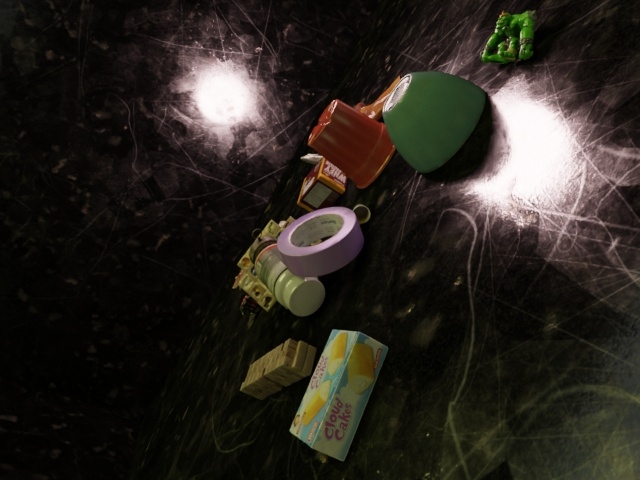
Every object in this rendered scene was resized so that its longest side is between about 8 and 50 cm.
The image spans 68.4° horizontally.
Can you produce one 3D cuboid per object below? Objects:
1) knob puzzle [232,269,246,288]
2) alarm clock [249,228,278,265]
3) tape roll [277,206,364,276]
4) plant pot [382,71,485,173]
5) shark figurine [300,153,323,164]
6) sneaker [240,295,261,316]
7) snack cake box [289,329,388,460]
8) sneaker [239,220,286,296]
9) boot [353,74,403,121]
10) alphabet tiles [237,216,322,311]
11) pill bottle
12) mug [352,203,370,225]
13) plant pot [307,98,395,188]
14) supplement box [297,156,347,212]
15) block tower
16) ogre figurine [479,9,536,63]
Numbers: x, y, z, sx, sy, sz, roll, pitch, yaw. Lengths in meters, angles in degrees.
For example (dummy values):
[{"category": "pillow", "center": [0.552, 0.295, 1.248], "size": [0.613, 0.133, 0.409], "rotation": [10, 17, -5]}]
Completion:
[{"category": "knob puzzle", "center": [-0.528, 0.231, 3.062], "size": [0.213, 0.030, 0.213], "rotation": [-52, 18, 25]}, {"category": "alarm clock", "center": [-0.207, 0.032, 1.750], "size": [0.129, 0.192, 0.064], "rotation": [-32, 38, -14]}, {"category": "tape roll", "center": [0.000, 0.000, 1.541], "size": [0.275, 0.090, 0.275], "rotation": [-17, 30, 10]}, {"category": "plant pot", "center": [0.295, -0.368, 1.357], "size": [0.290, 0.195, 0.290], "rotation": [-52, 19, 26]}, {"category": "shark figurine", "center": [0.049, -0.412, 2.390], "size": [0.278, 0.166, 0.116], "rotation": [-14, 72, 45]}, {"category": "sneaker", "center": [-0.293, 0.235, 2.245], "size": [0.276, 0.097, 0.135], "rotation": [-59, 17, -3]}, {"category": "snack cake box", "center": [0.040, 0.346, 1.088], "size": [0.264, 0.089, 0.152], "rotation": [-65, 18, -18]}, {"category": "sneaker", "center": [-0.229, 0.074, 2.149], "size": [0.410, 0.158, 0.182], "rotation": [-51, 35, -5]}, {"category": "boot", "center": [0.255, -0.620, 2.081], "size": [0.280, 0.096, 0.264], "rotation": [-48, 20, 34]}, {"category": "alphabet tiles", "center": [-0.160, 0.088, 1.825], "size": [0.342, 0.285, 0.011], "rotation": [-53, -21, 0]}, {"category": "pill bottle", "center": [-0.107, 0.135, 1.643], "size": [0.161, 0.161, 0.283], "rotation": [-59, 37, 5]}, {"category": "mug", "center": [0.132, -0.091, 1.612], "size": [0.078, 0.062, 0.064], "rotation": [-47, 12, 14]}, {"category": "plant pot", "center": [0.112, -0.380, 1.793], "size": [0.272, 0.265, 0.272], "rotation": [-53, 18, 25]}, {"category": "supplement box", "center": [0.015, -0.248, 2.097], "size": [0.194, 0.129, 0.191], "rotation": [-46, 21, 40]}, {"category": "block tower", "center": [-0.141, 0.415, 1.504], "size": [0.335, 0.091, 0.097], "rotation": [-43, 23, 45]}, {"category": "ogre figurine", "center": [0.497, -0.530, 1.233], "size": [0.197, 0.097, 0.118], "rotation": [-65, -10, -77]}]
